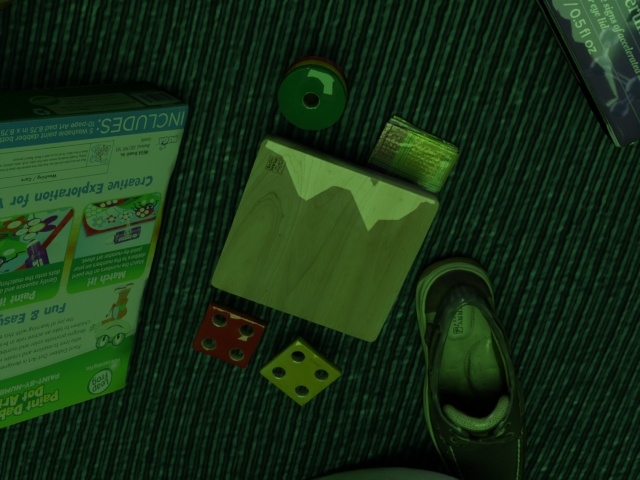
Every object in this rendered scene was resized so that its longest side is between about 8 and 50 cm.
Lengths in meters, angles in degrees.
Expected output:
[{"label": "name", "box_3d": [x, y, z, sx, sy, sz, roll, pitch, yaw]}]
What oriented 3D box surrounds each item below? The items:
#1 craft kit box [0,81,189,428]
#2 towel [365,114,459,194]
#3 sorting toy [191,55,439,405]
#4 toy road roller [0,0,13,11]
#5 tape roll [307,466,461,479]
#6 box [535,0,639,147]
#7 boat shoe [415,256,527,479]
[{"label": "craft kit box", "box_3d": [-0.218, 0.020, 0.770, 0.061, 0.250, 0.246, 30, 116, 33]}, {"label": "towel", "box_3d": [0.061, -0.047, 0.848, 0.060, 0.009, 0.083, 22, 114, -9]}, {"label": "sorting toy", "box_3d": [0.000, 0.000, 0.843, 0.132, 0.046, 0.274, 20, 121, -5]}, {"label": "toy road roller", "box_3d": [-0.333, -0.192, 0.661, 0.329, 0.202, 0.240, -39, 91, -4]}, {"label": "tape roll", "box_3d": [-0.019, 0.315, 0.810, 0.392, 0.392, 0.072, -23, 113, 11]}, {"label": "box", "box_3d": [0.242, -0.183, 0.729, 0.207, 0.108, 0.153, -29, 110, 14]}, {"label": "boat shoe", "box_3d": [0.118, 0.125, 0.889, 0.080, 0.073, 0.223, -10, 113, 6]}]
